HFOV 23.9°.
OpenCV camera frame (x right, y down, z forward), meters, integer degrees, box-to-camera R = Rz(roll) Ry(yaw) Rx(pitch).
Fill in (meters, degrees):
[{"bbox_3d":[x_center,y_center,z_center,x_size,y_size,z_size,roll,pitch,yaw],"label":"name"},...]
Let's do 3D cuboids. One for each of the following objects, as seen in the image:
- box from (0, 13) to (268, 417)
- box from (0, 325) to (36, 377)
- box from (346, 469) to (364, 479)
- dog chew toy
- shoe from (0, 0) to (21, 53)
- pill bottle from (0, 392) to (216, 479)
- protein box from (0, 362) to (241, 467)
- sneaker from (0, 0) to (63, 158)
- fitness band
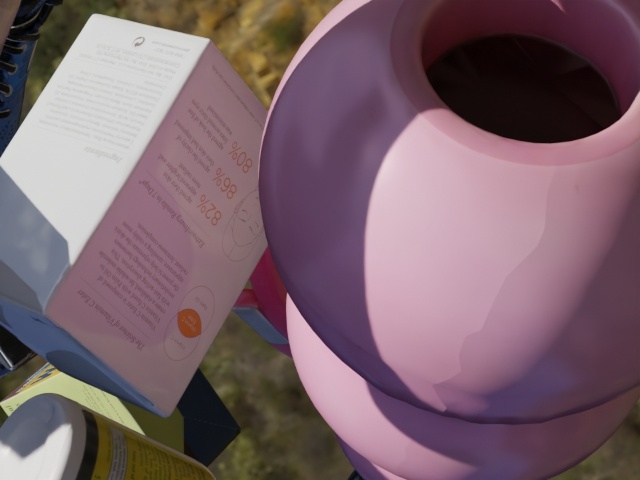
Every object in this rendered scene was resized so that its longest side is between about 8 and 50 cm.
[{"bbox_3d":[-0.104,-0.014,0.827,0.170,0.091,0.130,-60,-37,-16],"label":"box"},{"bbox_3d":[-0.304,0.006,1.626,0.294,0.296,0.183,-39,-83,-29],"label":"box"},{"bbox_3d":[0.122,0.355,1.169,0.343,0.312,0.179,30,-159,-18],"label":"box"},{"bbox_3d":[0.072,0.022,0.706,0.332,0.206,0.207,95,164,-55],"label":"dog chew toy"},{"bbox_3d":[-0.134,-0.076,0.539,0.058,0.219,0.076,0,-148,-45],"label":"shoe"},{"bbox_3d":[-0.151,0.209,1.173,0.208,0.119,0.119,32,-147,-35],"label":"pill bottle"},{"bbox_3d":[-0.250,0.221,1.893,0.200,0.201,0.136,56,-139,-8],"label":"protein box"},{"bbox_3d":[-0.277,-0.168,1.170,0.147,0.129,0.330,-151,63,-61],"label":"sneaker"},{"bbox_3d":[0.000,0.000,1.392,0.291,0.054,0.209,45,-125,-56],"label":"fitness band"}]
